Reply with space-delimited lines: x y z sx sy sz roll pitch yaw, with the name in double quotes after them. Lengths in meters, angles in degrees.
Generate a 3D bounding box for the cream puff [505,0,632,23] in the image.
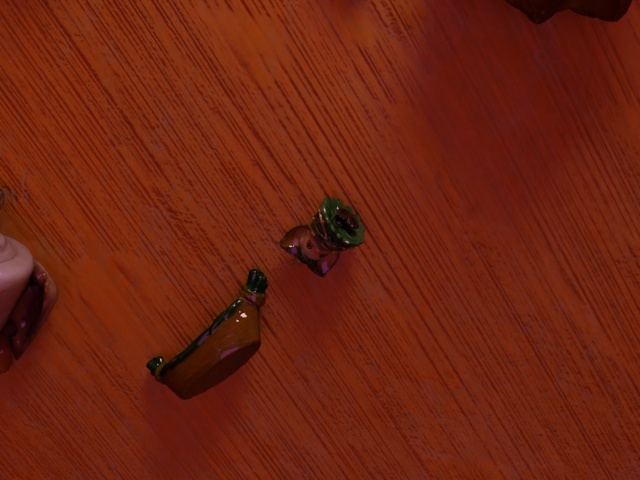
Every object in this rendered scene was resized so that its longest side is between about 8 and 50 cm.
0.255 -0.352 0.762 0.241 0.155 0.269 -33 98 8 "cream puff"

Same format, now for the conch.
-0.452 0.074 0.975 0.255 0.158 0.127 -54 55 34 "conch"

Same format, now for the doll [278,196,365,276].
0.005 -0.009 0.949 0.078 0.076 0.113 37 140 -17 "doll"

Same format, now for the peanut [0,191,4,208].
-0.497 -0.036 0.948 0.175 0.080 0.080 -9 108 7 "peanut"

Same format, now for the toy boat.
-0.145 0.137 0.996 0.229 0.089 0.088 -40 63 15 "toy boat"
